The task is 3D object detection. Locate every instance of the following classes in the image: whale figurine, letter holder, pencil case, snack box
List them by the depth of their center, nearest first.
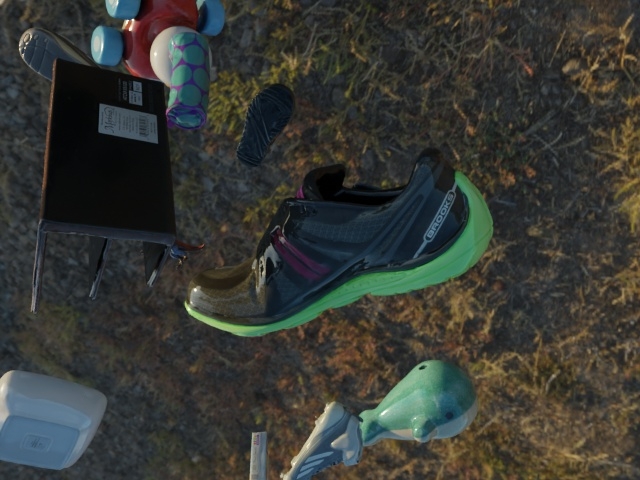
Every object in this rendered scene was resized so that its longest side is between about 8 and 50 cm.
[{"bbox_3d":[-0.311,-0.063,0.837,0.152,0.301,0.214,7,138,-27],"label":"letter holder"},{"bbox_3d":[-0.215,-0.258,0.967,0.070,0.151,0.064,-10,157,17],"label":"pencil case"},{"bbox_3d":[0.197,0.349,1.288,0.272,0.216,0.141,-20,101,7],"label":"whale figurine"},{"bbox_3d":[-0.133,0.508,1.309,0.037,0.141,0.100,0,121,-3],"label":"snack box"}]

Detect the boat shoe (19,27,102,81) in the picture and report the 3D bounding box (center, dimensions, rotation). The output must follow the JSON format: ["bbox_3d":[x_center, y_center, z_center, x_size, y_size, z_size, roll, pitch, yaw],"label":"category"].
[{"bbox_3d":[-0.621,-0.432,1.601,0.132,0.130,0.355,-34,115,20],"label":"boat shoe"}]

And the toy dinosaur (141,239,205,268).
[{"bbox_3d":[-0.247,0.007,0.955,0.082,0.090,0.047,51,152,-1],"label":"toy dinosaur"}]

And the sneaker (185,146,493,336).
[{"bbox_3d":[0.000,0.000,0.879,0.483,0.185,0.202,-21,100,22],"label":"sneaker"}]

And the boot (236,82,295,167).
[{"bbox_3d":[-0.112,-0.315,1.426,0.094,0.207,0.246,27,135,-8],"label":"boot"}]

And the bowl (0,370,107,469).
[{"bbox_3d":[-0.366,0.245,0.784,0.142,0.053,0.142,22,116,-22],"label":"bowl"}]

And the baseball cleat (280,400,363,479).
[{"bbox_3d":[0.009,0.396,1.081,0.110,0.072,0.205,30,105,15],"label":"baseball cleat"}]

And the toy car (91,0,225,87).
[{"bbox_3d":[-0.284,-0.349,1.143,0.210,0.219,0.237,-52,55,38],"label":"toy car"}]
